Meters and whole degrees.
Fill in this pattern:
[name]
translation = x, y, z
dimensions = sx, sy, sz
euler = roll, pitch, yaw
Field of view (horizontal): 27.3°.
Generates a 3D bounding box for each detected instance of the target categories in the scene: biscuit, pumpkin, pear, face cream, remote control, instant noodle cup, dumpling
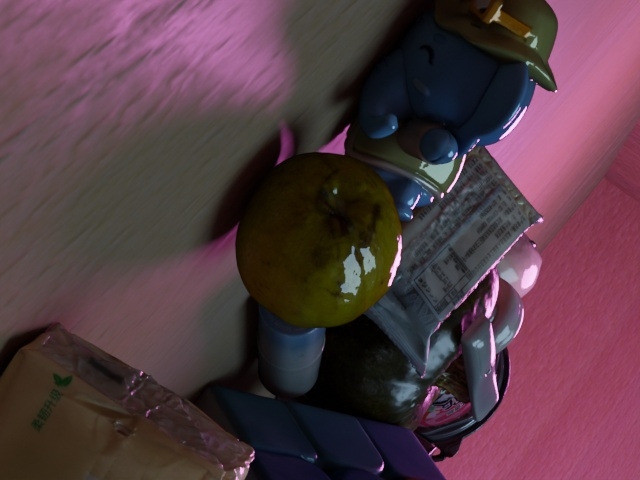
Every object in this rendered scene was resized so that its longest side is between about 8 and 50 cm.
[biscuit]
translation = 0.143, -0.003, 1.594
dimensions = 0.309, 0.186, 0.079
euler = -46, -170, -29
[pumpkin]
translation = 0.099, 0.152, 1.717
dimensions = 0.325, 0.242, 0.232
euler = -65, 171, 31
[pear]
translation = 0.000, 0.000, 1.139
dimensions = 0.149, 0.149, 0.162
euler = -47, 167, -24
[face cream]
translation = -0.033, 0.110, 1.485
dimensions = 0.077, 0.077, 0.250
euler = -49, 168, -17
[remote control]
translation = 0.208, 0.168, 1.688
dimensions = 0.050, 0.027, 0.184
euler = -44, 144, -24
[instant noodle cup]
translation = 0.154, 0.168, 2.021
dimensions = 0.258, 0.302, 0.181
euler = -16, 151, 5
[dumpling]
translation = 0.253, 0.049, 2.270
dimensions = 0.227, 0.243, 0.175
euler = -39, -145, 26

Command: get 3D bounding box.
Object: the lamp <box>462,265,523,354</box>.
[lamp]
translation = 0.178, 0.074, 1.867
dimensions = 0.179, 0.246, 0.108
euler = -54, 136, -2

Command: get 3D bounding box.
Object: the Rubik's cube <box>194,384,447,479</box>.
[Rubik's cube]
translation = -0.021, 0.420, 1.504
dimensions = 0.344, 0.346, 0.347
euler = 20, 113, -41

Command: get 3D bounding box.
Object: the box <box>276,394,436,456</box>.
[box]
translation = 0.046, 0.275, 1.899
dimensions = 0.120, 0.224, 0.069
euler = -32, 152, -56

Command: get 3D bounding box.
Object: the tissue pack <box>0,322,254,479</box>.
[tissue pack]
translation = -0.179, 0.197, 0.945
dimensions = 0.222, 0.186, 0.090
euler = -56, 180, 12

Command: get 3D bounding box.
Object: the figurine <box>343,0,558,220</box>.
[figurine]
translation = 0.117, -0.123, 1.217
dimensions = 0.262, 0.154, 0.180
euler = -59, 178, 10
